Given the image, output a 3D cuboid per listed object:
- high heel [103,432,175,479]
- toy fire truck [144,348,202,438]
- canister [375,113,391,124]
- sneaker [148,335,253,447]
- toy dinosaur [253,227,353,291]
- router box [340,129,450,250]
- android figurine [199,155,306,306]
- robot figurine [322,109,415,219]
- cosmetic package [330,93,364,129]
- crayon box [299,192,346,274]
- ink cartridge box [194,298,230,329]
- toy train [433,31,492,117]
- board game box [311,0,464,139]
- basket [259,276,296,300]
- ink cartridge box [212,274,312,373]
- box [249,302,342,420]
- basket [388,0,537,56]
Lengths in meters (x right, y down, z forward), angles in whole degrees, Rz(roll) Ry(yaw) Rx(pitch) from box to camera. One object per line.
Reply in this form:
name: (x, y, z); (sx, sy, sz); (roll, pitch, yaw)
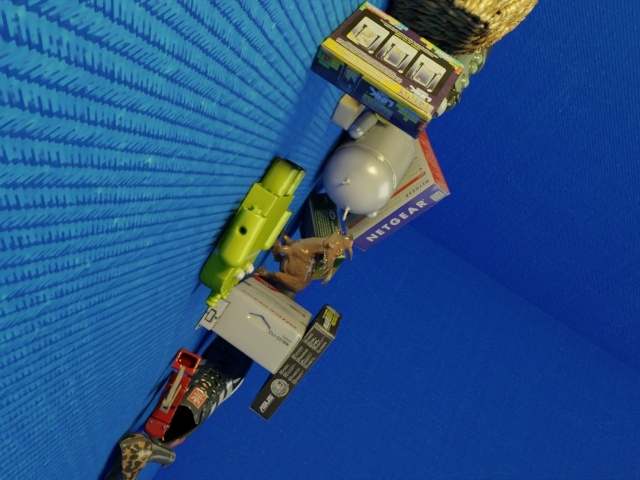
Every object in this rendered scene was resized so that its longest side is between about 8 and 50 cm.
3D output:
high heel: (-0.453, 0.514, 1.128); (0.261, 0.093, 0.186); (-41, 147, -11)
toy fire truck: (-0.313, 0.326, 1.122); (0.191, 0.047, 0.135); (-66, -175, -16)
canister: (0.202, -0.404, 1.381); (0.169, 0.074, 0.126); (-58, 142, -22)
sneaker: (-0.283, 0.362, 1.301); (0.350, 0.131, 0.148); (-53, 179, -11)
toy dinosaur: (-0.052, 0.074, 1.457); (0.295, 0.200, 0.127); (-58, 177, 41)
router box: (0.204, -0.179, 1.668); (0.336, 0.082, 0.300); (-36, -133, 30)
android figurine: (-0.114, -0.011, 0.891); (0.272, 0.056, 0.248); (-59, 178, 7)
robot figurine: (0.134, -0.209, 1.471); (0.353, 0.200, 0.299); (-55, 140, -40)
cosmetic package: (0.071, -0.286, 1.102); (0.115, 0.041, 0.060); (-55, 177, -36)
crayon box: (0.000, 0.000, 1.669); (0.323, 0.083, 0.202); (118, -36, -72)
ink cartridge box: (-0.227, 0.159, 1.126); (0.083, 0.028, 0.048); (-56, 177, -2)
toy train: (0.225, -0.363, 1.078); (0.333, 0.191, 0.142); (-56, 149, -35)
board game box: (0.095, -0.235, 0.728); (0.141, 0.170, 0.048); (-54, 178, -34)
basket: (-0.183, 0.233, 1.621); (0.226, 0.154, 0.204); (-60, 180, -12)
ink cartridge box: (-0.140, 0.195, 1.314); (0.114, 0.197, 0.273); (-55, 178, 4)
box: (-0.055, 0.298, 1.351); (0.270, 0.060, 0.216); (-53, 177, 10)
basket: (0.279, -0.460, 0.920); (0.299, 0.214, 0.223); (-56, 177, -7)
